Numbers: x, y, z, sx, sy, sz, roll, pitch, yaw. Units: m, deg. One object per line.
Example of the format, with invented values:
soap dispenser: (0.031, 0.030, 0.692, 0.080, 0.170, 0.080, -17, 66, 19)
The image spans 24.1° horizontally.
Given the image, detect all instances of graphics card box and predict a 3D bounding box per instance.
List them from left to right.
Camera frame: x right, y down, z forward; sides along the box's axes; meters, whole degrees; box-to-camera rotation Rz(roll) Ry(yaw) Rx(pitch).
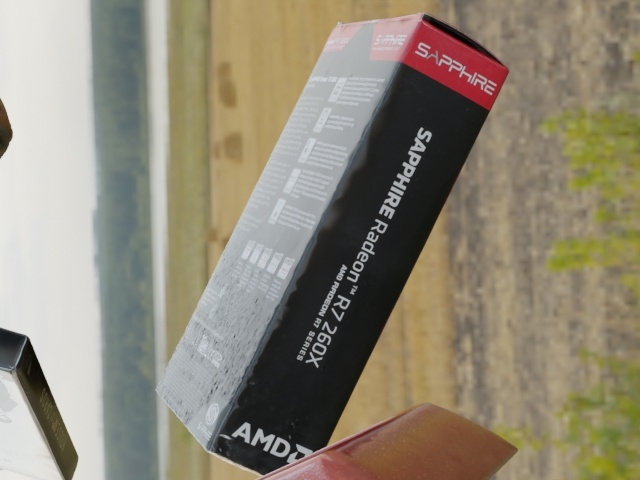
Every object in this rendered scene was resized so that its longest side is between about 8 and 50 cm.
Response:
graphics card box: (0.000, 0.000, 1.227, 0.371, 0.094, 0.233, -63, 18, -3)

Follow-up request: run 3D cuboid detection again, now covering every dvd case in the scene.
dvd case: (-0.256, 0.090, 0.960, 0.238, 0.179, 0.029, 94, -166, -65)

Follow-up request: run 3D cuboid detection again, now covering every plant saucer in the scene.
plant saucer: (-0.049, 0.145, 0.695, 0.047, 0.258, 0.259, 65, -166, 7)

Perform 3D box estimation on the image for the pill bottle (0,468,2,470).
pill bottle: (-0.429, 0.157, 1.220, 0.188, 0.334, 0.188, 166, 90, -83)

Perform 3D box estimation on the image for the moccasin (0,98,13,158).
moccasin: (-0.416, -0.041, 1.402, 0.380, 0.139, 0.147, -53, 52, 42)
